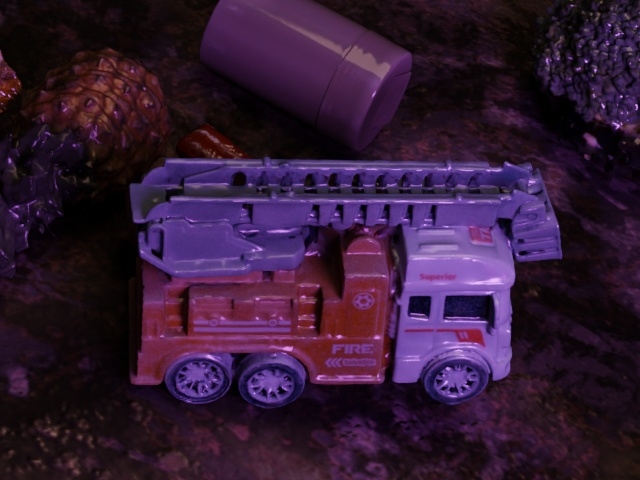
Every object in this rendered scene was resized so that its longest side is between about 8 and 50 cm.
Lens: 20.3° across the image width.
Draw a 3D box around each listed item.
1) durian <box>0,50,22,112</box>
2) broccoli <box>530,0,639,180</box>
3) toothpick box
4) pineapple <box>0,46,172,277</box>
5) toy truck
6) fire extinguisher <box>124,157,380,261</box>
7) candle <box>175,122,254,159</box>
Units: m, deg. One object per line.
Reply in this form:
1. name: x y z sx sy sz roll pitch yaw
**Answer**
1. durian: -0.331 -0.171 1.534 0.182 0.132 0.165 35 47 -3
2. broccoli: 0.344 -0.161 1.868 0.243 0.263 0.247 24 62 -42
3. toothpick box: -0.013 -0.173 1.721 0.181 0.111 0.111 29 36 11
4. pineapple: -0.223 -0.058 1.461 0.128 0.128 0.248 30 42 10
5. toy truck: 0.021 0.020 1.384 0.338 0.184 0.133 0 41 -6
6. fire extinguisher: -0.041 -0.017 1.486 0.231 0.099 0.071 -8 46 -3
7. candle: 0.000 0.000 1.557 0.329 0.048 0.051 39 47 22
